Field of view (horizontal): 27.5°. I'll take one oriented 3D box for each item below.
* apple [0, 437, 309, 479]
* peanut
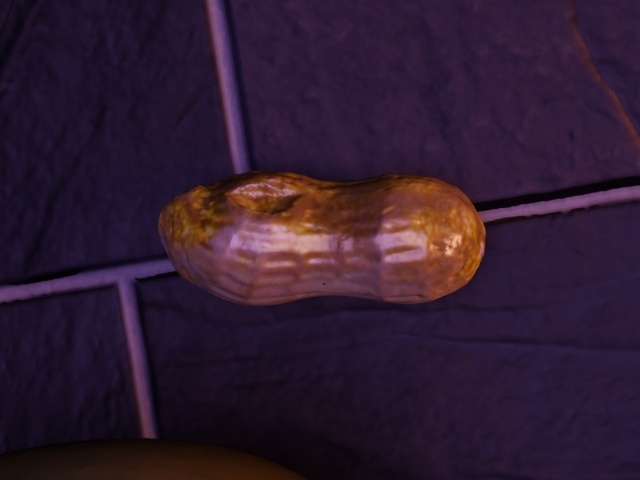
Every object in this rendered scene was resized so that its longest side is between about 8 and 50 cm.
[{"bbox_3d":[-0.133,0.331,0.681,0.473,0.473,0.474,0,91,11],"label":"apple"},{"bbox_3d":[0.000,0.000,0.822,0.206,0.087,0.087,1,92,10],"label":"peanut"}]
